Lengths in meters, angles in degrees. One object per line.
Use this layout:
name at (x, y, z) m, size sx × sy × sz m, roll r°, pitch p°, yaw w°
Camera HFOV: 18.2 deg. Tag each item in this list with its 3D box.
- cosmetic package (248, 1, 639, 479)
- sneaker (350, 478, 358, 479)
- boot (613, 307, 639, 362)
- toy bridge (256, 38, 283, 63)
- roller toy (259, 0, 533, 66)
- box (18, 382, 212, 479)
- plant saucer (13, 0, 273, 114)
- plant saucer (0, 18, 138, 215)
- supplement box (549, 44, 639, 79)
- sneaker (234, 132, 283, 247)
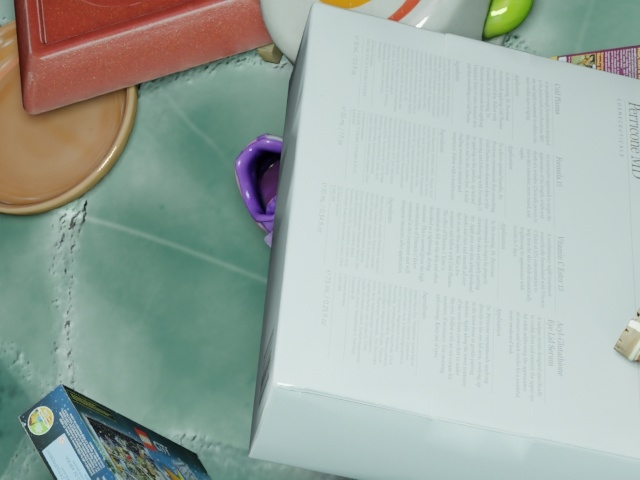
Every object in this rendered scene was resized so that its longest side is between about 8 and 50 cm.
cosmetic package at (0.108, 0.011, 1.449) m, size 0.284 × 0.097 × 0.377 m, roll 11°, pitch 48°, yaw -6°
sneaker at (0.107, 0.157, 1.530) m, size 0.127 × 0.208 × 0.319 m, roll 36°, pitch 50°, yaw 15°
boot at (0.278, 0.044, 1.373) m, size 0.084 × 0.059 × 0.158 m, roll 35°, pitch 63°, yaw 15°
toy bridge at (-0.112, -0.206, 1.806) m, size 0.188 × 0.026 × 0.063 m, roll 13°, pitch 73°, yaw 26°
roller toy at (0.050, -0.205, 1.670) m, size 0.209 × 0.146 × 0.191 m, roll -45°, pitch 60°, yaw 2°
box at (-0.124, 0.210, 1.531) m, size 0.044 × 0.233 × 0.159 m, roll -39°, pitch 61°, yaw 6°
plant saucer at (-0.167, -0.262, 1.809) m, size 0.258 × 0.048 × 0.259 m, roll -16°, pitch 58°, yaw 10°
plant saucer at (-0.254, -0.113, 1.822) m, size 0.200 × 0.037 × 0.200 m, roll -7°, pitch 68°, yaw 19°
supplement box at (0.231, -0.123, 1.624) m, size 0.083 × 0.043 × 0.055 m, roll -5°, pitch 68°, yaw 21°
sneaker at (0.000, 0.000, 1.637) m, size 0.095 × 0.104 × 0.236 m, roll -38°, pitch 62°, yaw 3°
